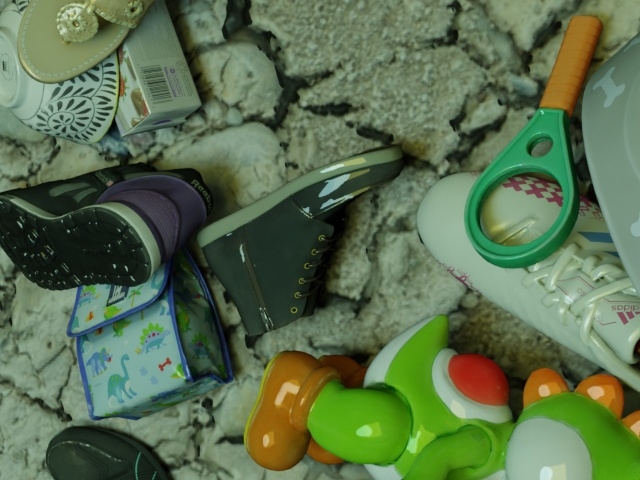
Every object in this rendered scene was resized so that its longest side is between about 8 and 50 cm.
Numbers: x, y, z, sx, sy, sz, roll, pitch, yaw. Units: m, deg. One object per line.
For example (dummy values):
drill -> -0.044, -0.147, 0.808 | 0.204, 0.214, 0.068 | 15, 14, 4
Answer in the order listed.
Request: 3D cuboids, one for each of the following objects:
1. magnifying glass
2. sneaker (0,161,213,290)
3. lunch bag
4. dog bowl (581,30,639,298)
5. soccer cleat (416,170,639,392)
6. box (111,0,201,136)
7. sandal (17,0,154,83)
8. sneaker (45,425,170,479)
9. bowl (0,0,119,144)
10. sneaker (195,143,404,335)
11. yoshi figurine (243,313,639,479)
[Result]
magnifying glass -> 0.184, -0.083, 0.911 | 0.092, 0.026, 0.230 | 10, 67, 36
sneaker -> -0.216, -0.021, 1.102 | 0.283, 0.124, 0.107 | 6, 125, 43
lunch bag -> -0.171, 0.086, 1.087 | 0.129, 0.096, 0.151 | -23, 70, 24
dog bowl -> 0.305, -0.009, 0.763 | 0.102, 0.349, 0.348 | -30, 82, 32
soccer cleat -> 0.217, 0.034, 0.895 | 0.331, 0.143, 0.116 | 29, 103, 18
box -> -0.207, -0.262, 1.083 | 0.063, 0.067, 0.323 | -26, 83, 49
sandal -> -0.178, -0.242, 1.003 | 0.088, 0.079, 0.240 | 47, 69, -4
sneaker -> -0.183, 0.286, 1.092 | 0.267, 0.106, 0.101 | 42, 108, 16
bowl -> -0.274, -0.170, 1.079 | 0.170, 0.080, 0.170 | 21, 119, 45
sneaker -> 0.000, 0.000, 1.023 | 0.222, 0.083, 0.118 | -27, 90, 28
yoshi figurine -> 0.125, 0.208, 0.911 | 0.362, 0.203, 0.203 | 11, 137, 28
